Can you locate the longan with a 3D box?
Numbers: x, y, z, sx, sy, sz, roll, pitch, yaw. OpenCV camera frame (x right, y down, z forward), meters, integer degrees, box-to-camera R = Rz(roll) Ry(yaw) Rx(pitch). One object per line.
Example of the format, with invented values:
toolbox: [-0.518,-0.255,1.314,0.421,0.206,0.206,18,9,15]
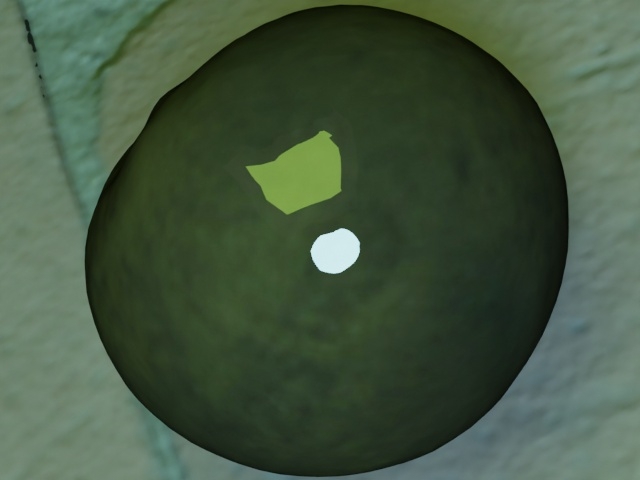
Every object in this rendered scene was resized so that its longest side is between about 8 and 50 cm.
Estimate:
longan: [0.000,0.000,0.588,0.187,0.167,0.167,5,60,52]
